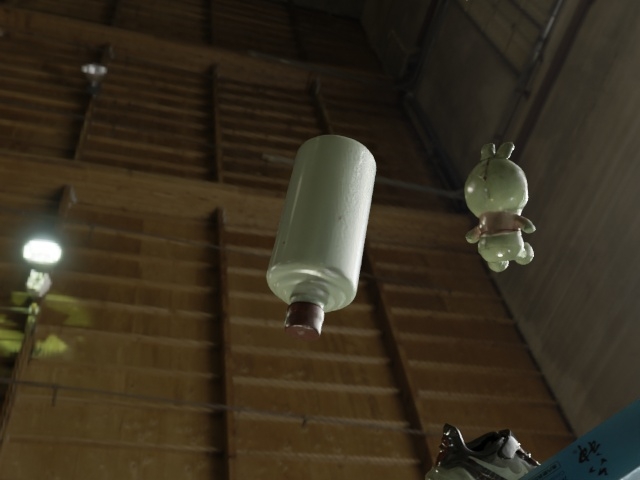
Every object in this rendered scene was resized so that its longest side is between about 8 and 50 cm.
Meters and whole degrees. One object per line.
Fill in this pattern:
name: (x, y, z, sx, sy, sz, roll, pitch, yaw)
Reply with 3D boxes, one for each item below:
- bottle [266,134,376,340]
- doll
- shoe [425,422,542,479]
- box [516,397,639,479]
bottle: (0.000, 0.000, 0.902, 0.104, 0.104, 0.245, 16, -123, -5)
doll: (0.372, -0.068, 1.624, 0.155, 0.275, 0.113, -5, -176, 39)
shoe: (0.274, 0.342, 1.192, 0.228, 0.112, 0.099, 5, 176, -9)
box: (0.291, 0.290, 0.813, 0.142, 0.232, 0.083, 50, -170, -20)
